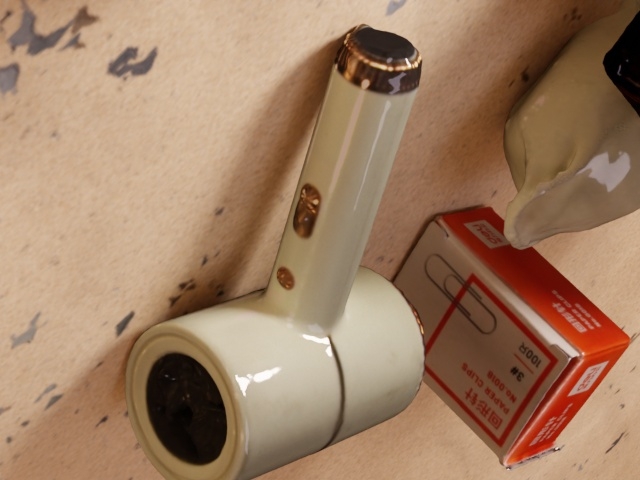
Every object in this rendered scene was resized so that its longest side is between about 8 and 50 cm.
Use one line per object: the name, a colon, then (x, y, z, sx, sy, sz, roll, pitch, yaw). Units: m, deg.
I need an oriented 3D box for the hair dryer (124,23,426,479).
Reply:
hair dryer: (0.000, 0.000, 1.219, 0.203, 0.128, 0.362, -17, 134, -44)

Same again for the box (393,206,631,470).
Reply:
box: (0.146, 0.079, 1.459, 0.099, 0.182, 0.133, -12, 141, -49)

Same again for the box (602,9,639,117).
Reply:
box: (0.388, -0.139, 1.337, 0.264, 0.116, 0.415, -53, 147, 3)

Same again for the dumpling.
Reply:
dumpling: (0.220, -0.086, 1.398, 0.250, 0.132, 0.162, -54, 149, -20)
